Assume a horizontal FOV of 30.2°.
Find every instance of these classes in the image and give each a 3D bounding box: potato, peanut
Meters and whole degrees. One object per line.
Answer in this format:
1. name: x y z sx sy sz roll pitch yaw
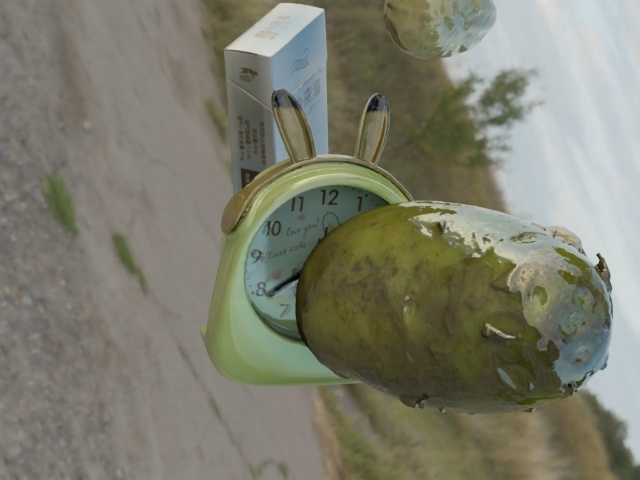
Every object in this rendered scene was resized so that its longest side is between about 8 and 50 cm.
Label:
1. potato: 0.089 0.046 0.839 0.113 0.251 0.149 10 84 -50
2. peanut: 0.137 -0.276 1.340 0.274 0.125 0.111 -75 173 -64

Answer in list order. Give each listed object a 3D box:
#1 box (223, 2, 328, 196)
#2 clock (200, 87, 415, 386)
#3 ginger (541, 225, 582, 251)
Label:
1. box: -0.050 -0.151 1.456 0.155 0.067 0.243 -54 149 -49
2. clock: 0.000 0.000 0.922 0.069 0.170 0.232 -127 -138 -63
3. ginger: 0.136 0.053 1.366 0.148 0.334 0.081 -160 -129 -69
